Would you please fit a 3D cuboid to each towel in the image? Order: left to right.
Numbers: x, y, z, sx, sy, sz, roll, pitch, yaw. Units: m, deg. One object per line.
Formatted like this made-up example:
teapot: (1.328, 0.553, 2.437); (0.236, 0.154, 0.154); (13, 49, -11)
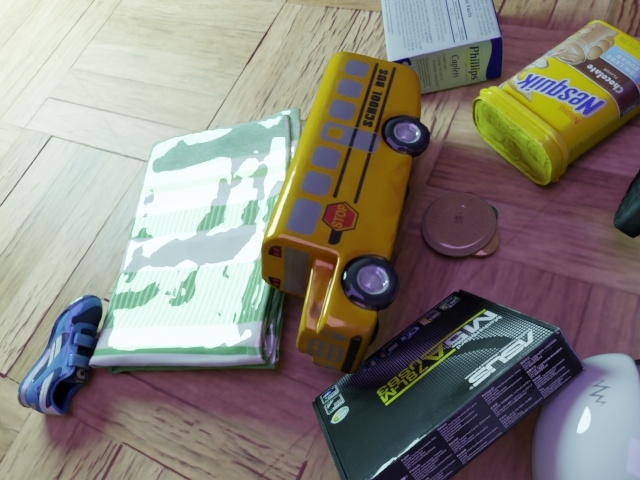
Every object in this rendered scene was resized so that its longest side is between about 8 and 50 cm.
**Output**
towel: (-0.142, -0.005, 0.680); (0.247, 0.038, 0.325); (-7, 60, 23)

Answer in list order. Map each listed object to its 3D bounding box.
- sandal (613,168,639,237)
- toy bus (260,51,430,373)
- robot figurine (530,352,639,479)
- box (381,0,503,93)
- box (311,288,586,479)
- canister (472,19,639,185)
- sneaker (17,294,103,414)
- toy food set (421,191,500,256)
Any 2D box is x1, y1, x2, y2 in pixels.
sandal: (0.454, -0.152, 0.526); (0.445, 0.167, 0.107); (-43, 76, -9)
toy bus: (0.029, -0.042, 0.590); (0.130, 0.108, 0.333); (15, 59, 3)
robot figurine: (0.291, 0.170, 0.385); (0.277, 0.209, 0.174); (2, 78, 19)
box: (0.153, -0.261, 0.725); (0.137, 0.072, 0.126); (-9, 59, 13)
box: (0.089, 0.124, 0.477); (0.190, 0.184, 0.045); (-36, 96, -4)
canister: (0.275, -0.157, 0.629); (0.169, 0.073, 0.126); (-35, 58, -6)
sneaker: (-0.286, 0.134, 0.656); (0.059, 0.053, 0.144); (17, 77, 26)
toy food set: (0.152, -0.018, 0.620); (0.083, 0.020, 0.083); (-6, 60, 15)
